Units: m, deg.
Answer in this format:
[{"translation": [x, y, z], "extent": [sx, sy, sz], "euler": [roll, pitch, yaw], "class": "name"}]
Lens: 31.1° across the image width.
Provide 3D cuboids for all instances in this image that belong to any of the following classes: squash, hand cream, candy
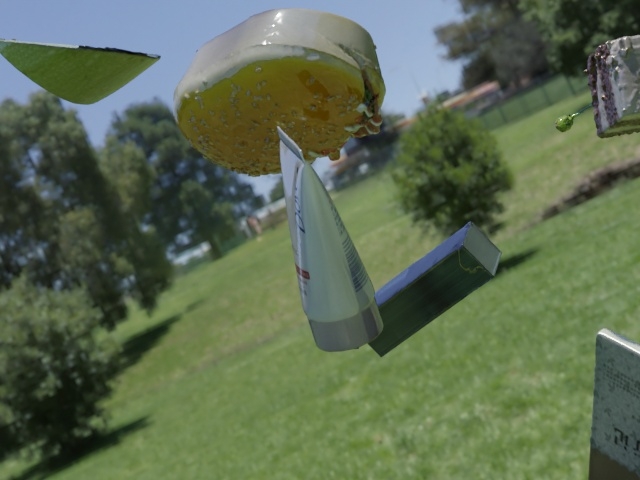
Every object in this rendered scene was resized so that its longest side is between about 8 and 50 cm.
[{"translation": [-0.360, -0.297, 1.802], "extent": [0.155, 0.204, 0.237], "euler": [-48, -10, 18], "class": "squash"}, {"translation": [0.000, 0.000, 1.270], "extent": [0.083, 0.248, 0.133], "euler": [-21, 18, -9], "class": "hand cream"}, {"translation": [0.561, -0.276, 2.483], "extent": [0.123, 0.035, 0.035], "euler": [-35, -6, 28], "class": "candy"}]

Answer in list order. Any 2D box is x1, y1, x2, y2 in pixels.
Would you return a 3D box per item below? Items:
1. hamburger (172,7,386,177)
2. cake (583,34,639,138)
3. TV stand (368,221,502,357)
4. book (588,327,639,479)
[{"translation": [-0.054, -0.183, 1.479], "extent": [0.227, 0.151, 0.295], "euler": [19, -23, -37], "class": "hamburger"}, {"translation": [0.473, -0.232, 1.702], "extent": [0.134, 0.135, 0.147], "euler": [-9, -5, 4], "class": "cake"}, {"translation": [0.178, 0.084, 1.949], "extent": [0.269, 0.083, 0.088], "euler": [-39, 10, 31], "class": "TV stand"}, {"translation": [0.385, 0.272, 1.278], "extent": [0.021, 0.310, 0.217], "euler": [-21, 31, -31], "class": "book"}]
